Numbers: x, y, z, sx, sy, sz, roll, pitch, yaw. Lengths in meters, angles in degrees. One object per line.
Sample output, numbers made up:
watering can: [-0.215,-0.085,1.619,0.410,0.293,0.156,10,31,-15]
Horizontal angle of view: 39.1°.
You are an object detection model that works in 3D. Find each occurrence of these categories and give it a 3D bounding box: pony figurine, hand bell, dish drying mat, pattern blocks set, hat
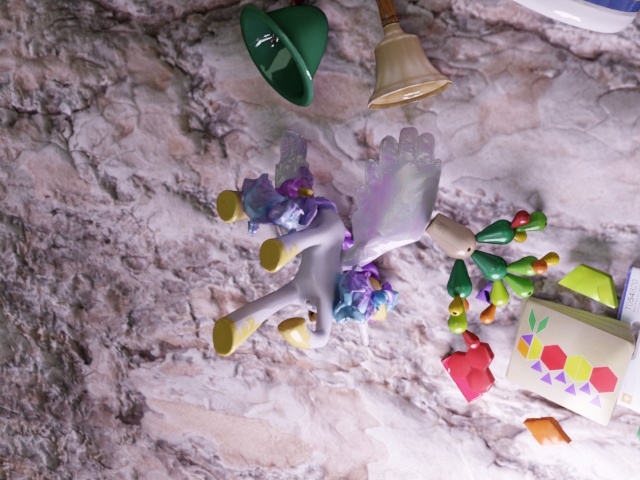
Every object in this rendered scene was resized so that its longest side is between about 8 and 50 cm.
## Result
pony figurine: [0.000,0.000,1.350,0.302,0.363,0.351,3,93,35]
hand bell: [0.098,-0.324,1.306,0.126,0.126,0.242,-17,85,32]
dish drying mat: [0.229,0.224,1.463,0.032,0.008,0.083,-34,90,32]
pattern blocks set: [0.363,0.171,1.333,0.324,0.026,0.286,32,116,28]
hat: [-0.004,-0.335,1.385,0.173,0.183,0.208,47,164,14]

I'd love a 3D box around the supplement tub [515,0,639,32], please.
supplement tub: [0.327,-0.430,1.052,0.228,0.228,0.316,30,119,16]

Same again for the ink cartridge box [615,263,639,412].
ink cartridge box: [0.521,0.161,1.254,0.224,0.045,0.223,22,116,34]

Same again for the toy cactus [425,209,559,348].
toy cactus: [0.231,0.031,1.306,0.180,0.112,0.219,37,101,0]
